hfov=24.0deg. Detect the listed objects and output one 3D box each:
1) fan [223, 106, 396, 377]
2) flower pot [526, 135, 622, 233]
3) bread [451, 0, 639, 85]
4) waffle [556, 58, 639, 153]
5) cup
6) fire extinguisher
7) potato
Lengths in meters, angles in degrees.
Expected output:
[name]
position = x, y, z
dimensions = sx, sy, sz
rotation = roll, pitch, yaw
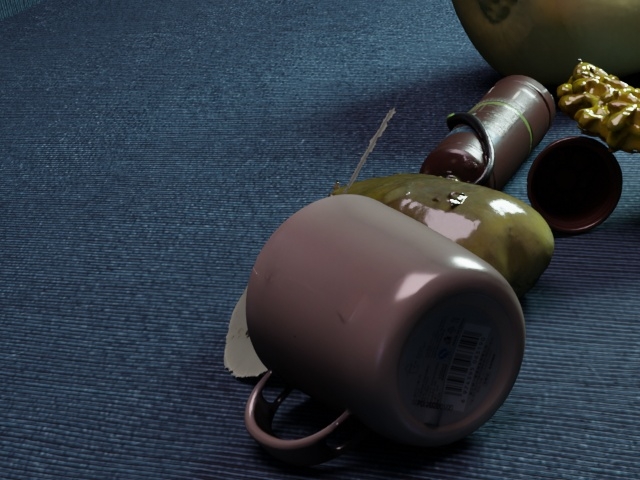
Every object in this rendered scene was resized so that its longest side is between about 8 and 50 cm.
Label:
[fan]
position = 0.001, 0.000, 1.541
dimensions = 0.190, 0.009, 0.329
rotation = 1, 59, 60
[flower pot]
position = 0.285, -0.068, 1.727
dimensions = 0.111, 0.111, 0.089
rotation = -11, 9, 1
[bread]
position = 0.404, -0.367, 2.187
dimensions = 0.376, 0.253, 0.348
rotation = -21, 29, -20
[waffle]
position = 0.417, -0.132, 1.711
dimensions = 0.293, 0.069, 0.260
rotation = 12, 20, -6
[cup]
position = 0.043, 0.098, 1.344
dimensions = 0.253, 0.191, 0.200
rotation = -48, 35, -10
[fire extinguisher]
position = 0.185, -0.107, 1.860
dimensions = 0.141, 0.105, 0.341
rotation = -15, 16, 32
[potato]
position = 0.098, 0.000, 1.585
dimensions = 0.296, 0.141, 0.191
rotation = 4, 27, 38
